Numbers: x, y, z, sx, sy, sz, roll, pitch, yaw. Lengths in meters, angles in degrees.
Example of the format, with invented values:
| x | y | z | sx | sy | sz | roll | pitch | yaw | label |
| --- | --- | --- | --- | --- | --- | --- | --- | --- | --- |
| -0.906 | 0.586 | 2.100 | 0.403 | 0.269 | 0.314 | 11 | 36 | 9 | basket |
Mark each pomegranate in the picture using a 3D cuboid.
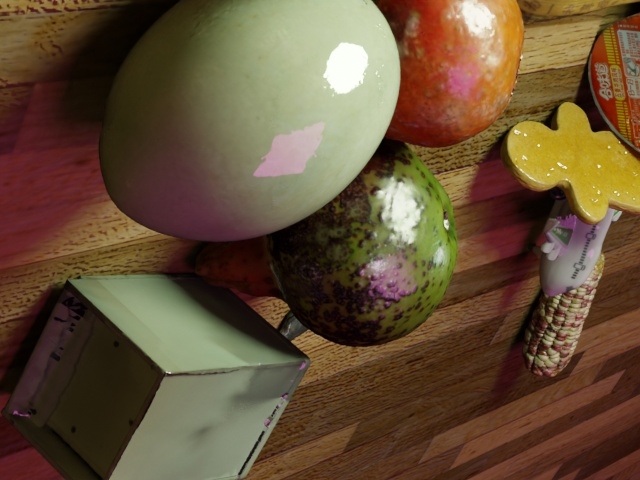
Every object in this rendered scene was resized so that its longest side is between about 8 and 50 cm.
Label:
| x | y | z | sx | sy | sz | roll | pitch | yaw | label |
| --- | --- | --- | --- | --- | --- | --- | --- | --- | --- |
| 0.000 | 0.000 | 1.348 | 0.248 | 0.214 | 0.214 | -9 | 154 | 9 | pomegranate |

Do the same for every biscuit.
| x | y | z | sx | sy | sz | roll | pitch | yaw | label |
| --- | --- | --- | --- | --- | --- | --- | --- | --- | --- |
| 0.310 | -0.084 | 1.691 | 0.240 | 0.158 | 0.035 | 8 | 147 | -24 | biscuit |

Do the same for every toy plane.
| x | y | z | sx | sy | sz | roll | pitch | yaw | label |
| --- | --- | --- | --- | --- | --- | --- | --- | --- | --- |
| 0.334 | -0.031 | 1.860 | 0.251 | 0.101 | 0.255 | -21 | 148 | -42 | toy plane |

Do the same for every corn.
| x | y | z | sx | sy | sz | roll | pitch | yaw | label |
| --- | --- | --- | --- | --- | --- | --- | --- | --- | --- |
| 0.348 | 0.098 | 2.080 | 0.079 | 0.079 | 0.237 | -24 | 145 | -38 | corn |

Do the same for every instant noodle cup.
| x | y | z | sx | sy | sz | roll | pitch | yaw | label |
| --- | --- | --- | --- | --- | --- | --- | --- | --- | --- |
| 0.448 | -0.220 | 1.692 | 0.212 | 0.193 | 0.193 | -37 | 153 | -34 | instant noodle cup |

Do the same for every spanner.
| x | y | z | sx | sy | sz | roll | pitch | yaw | label |
| --- | --- | --- | --- | --- | --- | --- | --- | --- | --- |
| -0.090 | 0.161 | 1.597 | 0.254 | 0.015 | 0.054 | -47 | 152 | 2 | spanner |

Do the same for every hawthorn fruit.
| x | y | z | sx | sy | sz | roll | pitch | yaw | label |
| --- | --- | --- | --- | --- | --- | --- | --- | --- | --- |
| 0.089 | -0.164 | 1.241 | 0.173 | 0.173 | 0.173 | -35 | 151 | -22 | hawthorn fruit |

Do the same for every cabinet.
| x | y | z | sx | sy | sz | roll | pitch | yaw | label |
| --- | --- | --- | --- | --- | --- | --- | --- | --- | --- |
| -0.149 | 0.127 | 1.311 | 0.206 | 0.150 | 0.145 | 2 | 123 | -56 | cabinet |

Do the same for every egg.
| x | y | z | sx | sy | sz | roll | pitch | yaw | label |
| --- | --- | --- | --- | --- | --- | --- | --- | --- | --- |
| -0.053 | -0.101 | 1.093 | 0.253 | 0.186 | 0.186 | -40 | 153 | -18 | egg |

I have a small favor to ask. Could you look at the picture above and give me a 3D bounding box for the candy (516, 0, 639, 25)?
| x | y | z | sx | sy | sz | roll | pitch | yaw | label |
| --- | --- | --- | --- | --- | --- | --- | --- | --- | --- |
| 0.256 | -0.276 | 1.412 | 0.271 | 0.101 | 0.143 | -21 | 150 | -30 | candy |
